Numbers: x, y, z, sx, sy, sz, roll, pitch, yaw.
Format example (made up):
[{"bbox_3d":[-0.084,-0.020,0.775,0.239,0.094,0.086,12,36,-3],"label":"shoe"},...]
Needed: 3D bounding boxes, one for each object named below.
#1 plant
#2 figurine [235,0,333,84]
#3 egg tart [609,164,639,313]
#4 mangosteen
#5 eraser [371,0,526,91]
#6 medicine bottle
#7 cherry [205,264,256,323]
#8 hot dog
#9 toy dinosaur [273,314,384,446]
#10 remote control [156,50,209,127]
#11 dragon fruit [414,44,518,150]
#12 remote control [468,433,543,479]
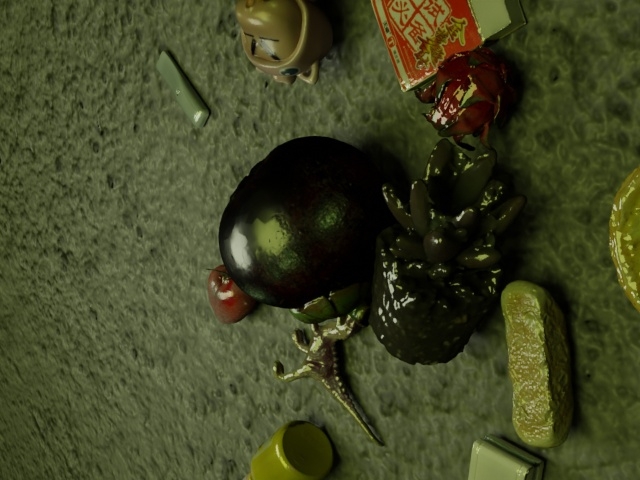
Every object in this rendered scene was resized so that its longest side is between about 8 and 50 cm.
[{"bbox_3d":[0.182,0.023,1.427,0.182,0.194,0.321,-118,30,-41],"label":"plant"},{"bbox_3d":[-0.060,-0.400,1.591,0.176,0.186,0.288,32,115,40],"label":"figurine"},{"bbox_3d":[0.483,0.005,1.143,0.294,0.123,0.294,20,118,45],"label":"egg tart"},{"bbox_3d":[-0.006,-0.014,1.563,0.300,0.300,0.301,14,110,45],"label":"mangosteen"},{"bbox_3d":[0.181,-0.336,1.446,0.230,0.038,0.157,-26,80,48],"label":"eraser"},{"bbox_3d":[-0.076,0.432,1.853,0.212,0.121,0.122,-47,66,43],"label":"medicine bottle"},{"bbox_3d":[-0.171,0.098,1.902,0.106,0.087,0.126,50,150,18],"label":"cherry"},{"bbox_3d":[0.313,0.172,1.402,0.084,0.073,0.243,-2,98,50],"label":"hot dog"},{"bbox_3d":[0.013,0.232,1.749,0.199,0.072,0.252,2,91,37],"label":"toy dinosaur"},{"bbox_3d":[-0.280,-0.302,1.964,0.184,0.027,0.050,55,133,24],"label":"remote control"},{"bbox_3d":[0.210,-0.204,1.393,0.142,0.121,0.130,-64,25,16],"label":"dragon fruit"},{"bbox_3d":[0.275,0.445,1.526,0.103,0.055,0.277,23,117,42],"label":"remote control"}]
